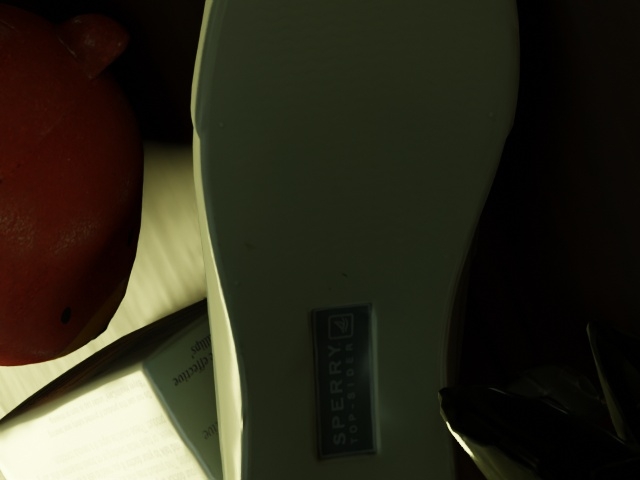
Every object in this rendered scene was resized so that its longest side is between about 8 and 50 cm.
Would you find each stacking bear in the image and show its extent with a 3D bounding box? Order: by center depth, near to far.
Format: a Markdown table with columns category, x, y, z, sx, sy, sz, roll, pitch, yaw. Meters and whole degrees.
| category | x | y | z | sx | sy | sz | roll | pitch | yaw |
| --- | --- | --- | --- | --- | --- | --- | --- | --- | --- |
| stacking bear | -0.169 | 0.005 | 0.650 | 0.289 | 0.175 | 0.164 | -20 | 110 | 45 |

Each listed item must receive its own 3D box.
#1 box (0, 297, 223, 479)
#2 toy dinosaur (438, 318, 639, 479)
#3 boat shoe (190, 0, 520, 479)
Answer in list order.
| category | x | y | z | sx | sy | sz | roll | pitch | yaw |
| --- | --- | --- | --- | --- | --- | --- | --- | --- | --- |
| box | -0.026 | 0.091 | 0.614 | 0.126 | 0.072 | 0.137 | -25 | 98 | 54 |
| toy dinosaur | 0.142 | 0.091 | 0.367 | 0.322 | 0.164 | 0.218 | 12 | 136 | 39 |
| boat shoe | 0.001 | 0.001 | 0.492 | 0.081 | 0.079 | 0.228 | -123 | 33 | -70 |
